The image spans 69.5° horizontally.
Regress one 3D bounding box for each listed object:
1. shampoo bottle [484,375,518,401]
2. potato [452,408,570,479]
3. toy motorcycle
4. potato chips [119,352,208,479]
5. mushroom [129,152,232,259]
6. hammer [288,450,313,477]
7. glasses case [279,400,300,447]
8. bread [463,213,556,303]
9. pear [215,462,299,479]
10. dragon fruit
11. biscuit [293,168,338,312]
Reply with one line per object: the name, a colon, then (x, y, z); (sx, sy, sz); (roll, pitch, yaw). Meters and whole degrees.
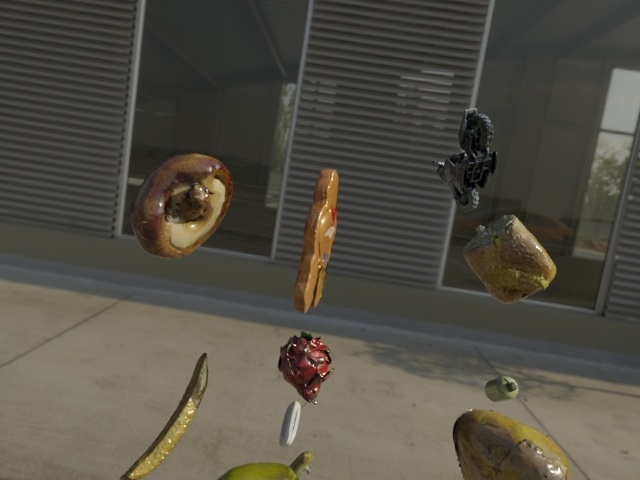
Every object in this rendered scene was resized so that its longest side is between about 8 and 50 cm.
shampoo bottle: (0.644, 0.521, 1.621); (0.079, 0.079, 0.162); (8, -24, -2)
potato: (0.496, 0.560, 1.172); (0.229, 0.229, 0.266); (5, -12, -27)
toy motorcycle: (0.368, -0.209, 1.176); (0.106, 0.270, 0.159); (-14, 42, -12)
potato chips: (-0.419, 0.516, 1.349); (0.080, 0.407, 0.057); (40, -37, -15)
mushroom: (-0.285, -0.073, 0.931); (0.138, 0.231, 0.194); (38, -24, 7)
hammer: (-0.132, 0.805, 1.506); (0.113, 0.305, 0.202); (44, -2, 41)
glasses case: (-0.124, 0.743, 1.871); (0.049, 0.074, 0.193); (34, 35, -16)
bread: (0.541, 0.054, 1.341); (0.246, 0.195, 0.176); (52, 19, 1)
pear: (-0.166, 0.624, 1.053); (0.269, 0.212, 0.212); (-24, 16, -14)
dragon fruit: (-0.068, 0.518, 1.854); (0.234, 0.293, 0.234); (3, -21, 1)
biscuit: (0.000, 0.000, 1.074); (0.047, 0.334, 0.202); (9, -2, 11)
